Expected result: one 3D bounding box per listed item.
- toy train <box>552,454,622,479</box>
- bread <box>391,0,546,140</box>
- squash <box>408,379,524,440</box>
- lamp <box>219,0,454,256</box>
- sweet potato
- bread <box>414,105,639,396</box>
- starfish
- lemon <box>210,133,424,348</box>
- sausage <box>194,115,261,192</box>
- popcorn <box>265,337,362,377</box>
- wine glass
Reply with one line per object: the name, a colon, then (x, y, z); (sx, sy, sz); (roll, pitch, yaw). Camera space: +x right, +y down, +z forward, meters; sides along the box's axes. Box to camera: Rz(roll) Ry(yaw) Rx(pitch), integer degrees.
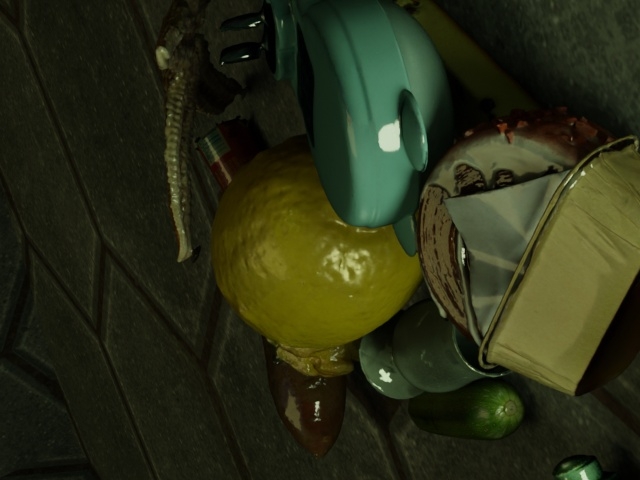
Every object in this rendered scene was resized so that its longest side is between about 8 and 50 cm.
toy train: (0.260, 0.349, 1.446); (0.285, 0.177, 0.116); (68, 160, -4)
bread: (0.132, -0.137, 1.410); (0.226, 0.049, 0.088); (51, 155, 37)
squash: (0.158, 0.184, 1.688); (0.066, 0.066, 0.229); (67, 161, -4)
lamp: (0.029, -0.135, 1.382); (0.284, 0.147, 0.209); (48, 154, 29)
sweet potato: (-0.040, 0.099, 2.043); (0.109, 0.109, 0.385); (123, 133, -67)
bread: (0.185, -0.001, 1.261); (0.212, 0.142, 0.224); (40, 127, 27)
starfish: (-0.118, -0.198, 1.717); (0.384, 0.132, 0.398); (-83, 9, -46)
lemon: (0.000, 0.000, 1.636); (0.233, 0.233, 0.288); (63, 151, 7)
sausage: (-0.070, -0.031, 1.999); (0.264, 0.083, 0.083); (60, 159, 11)
popcorn: (0.000, 0.094, 1.885); (0.167, 0.152, 0.148); (43, -171, -1)
wine glass: (0.129, 0.109, 1.617); (0.103, 0.103, 0.231); (66, 157, -1)
